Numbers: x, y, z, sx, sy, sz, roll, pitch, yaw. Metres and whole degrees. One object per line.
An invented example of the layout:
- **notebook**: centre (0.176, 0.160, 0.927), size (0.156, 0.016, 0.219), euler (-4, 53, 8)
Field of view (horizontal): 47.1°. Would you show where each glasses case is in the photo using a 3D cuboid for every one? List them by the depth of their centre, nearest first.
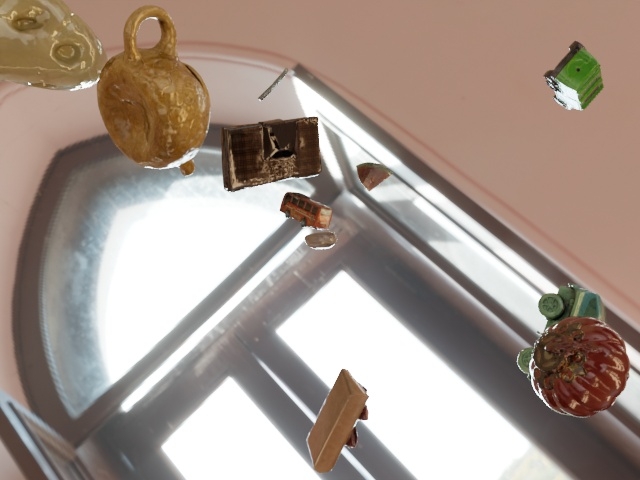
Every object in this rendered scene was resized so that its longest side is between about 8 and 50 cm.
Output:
- **glasses case**: centre (0.039, 0.331, 1.377), size (0.070, 0.102, 0.194), euler (14, -65, -21)

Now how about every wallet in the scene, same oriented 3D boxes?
- **wallet**: centre (-0.090, -0.169, 1.406), size (0.230, 0.042, 0.125), euler (-15, -69, -38)

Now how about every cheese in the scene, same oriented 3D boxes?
- **cheese**: centre (-0.605, -0.474, 1.459), size (0.350, 0.129, 0.329), euler (-2, -88, -26)

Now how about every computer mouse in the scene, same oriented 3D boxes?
- **computer mouse**: centre (0.000, 0.002, 1.772), size (0.065, 0.040, 0.096), euler (0, -6, -32)

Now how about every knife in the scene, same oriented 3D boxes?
- **knife**: centre (-0.145, -0.465, 2.211), size (0.210, 0.015, 0.028), euler (-30, 42, 57)

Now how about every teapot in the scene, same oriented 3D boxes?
- **teapot**: centre (-0.262, -0.244, 1.243), size (0.167, 0.203, 0.311), euler (-36, -45, -40)

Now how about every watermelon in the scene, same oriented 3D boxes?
- **watermelon**: centre (0.133, -0.155, 1.796), size (0.084, 0.092, 0.072), euler (-10, -76, -70)

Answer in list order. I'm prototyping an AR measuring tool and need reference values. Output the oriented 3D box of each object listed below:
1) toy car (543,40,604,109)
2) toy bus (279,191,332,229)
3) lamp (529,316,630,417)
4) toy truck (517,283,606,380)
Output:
- **toy car**: centre (0.406, -0.250, 1.160), size (0.071, 0.062, 0.165), euler (-49, -22, 11)
- **toy bus**: centre (-0.023, -0.046, 1.123), size (0.031, 0.110, 0.043), euler (8, -77, -35)
- **lamp**: centre (0.565, 0.274, 1.621), size (0.226, 0.227, 0.227), euler (-36, -29, -23)
- **toy truck**: centre (0.612, 0.254, 1.849), size (0.155, 0.156, 0.279), euler (39, -110, -55)
